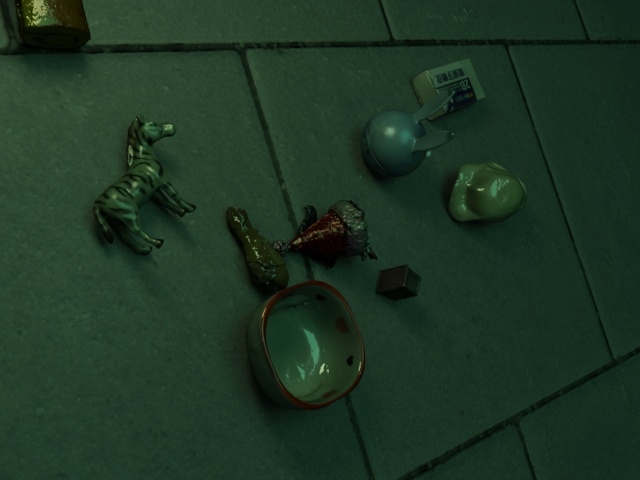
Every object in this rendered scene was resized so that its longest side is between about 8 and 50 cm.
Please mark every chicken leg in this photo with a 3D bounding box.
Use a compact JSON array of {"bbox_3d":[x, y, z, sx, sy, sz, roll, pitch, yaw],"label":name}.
[{"bbox_3d":[-0.129,0.016,1.592,0.085,0.069,0.198,-28,86,-43],"label":"chicken leg"}]

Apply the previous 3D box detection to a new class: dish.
[{"bbox_3d":[-0.043,0.209,1.557,0.256,0.117,0.256,15,65,-35],"label":"dish"}]

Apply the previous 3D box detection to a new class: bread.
[{"bbox_3d":[-0.488,-0.438,1.431,0.132,0.103,0.172,-7,81,-40],"label":"bread"}]

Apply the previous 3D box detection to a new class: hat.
[{"bbox_3d":[-0.001,0.002,1.693,0.227,0.129,0.140,-18,111,-24],"label":"hat"}]

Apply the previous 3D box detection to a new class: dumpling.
[{"bbox_3d":[0.436,-0.125,2.063,0.250,0.132,0.163,-11,90,-26],"label":"dumpling"}]

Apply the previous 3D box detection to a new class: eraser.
[{"bbox_3d":[0.344,-0.404,2.125,0.210,0.068,0.125,-25,91,-43],"label":"eraser"}]

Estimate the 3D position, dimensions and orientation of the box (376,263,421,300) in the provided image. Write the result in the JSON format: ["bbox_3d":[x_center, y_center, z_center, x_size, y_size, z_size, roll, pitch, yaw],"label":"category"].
[{"bbox_3d":[0.179,0.098,1.802,0.063,0.084,0.060,34,55,-32],"label":"box"}]

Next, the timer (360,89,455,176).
[{"bbox_3d":[0.215,-0.234,1.850,0.175,0.255,0.175,29,56,-56],"label":"timer"}]

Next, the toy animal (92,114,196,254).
[{"bbox_3d":[-0.311,-0.092,1.472,0.170,0.090,0.255,30,55,-23],"label":"toy animal"}]
